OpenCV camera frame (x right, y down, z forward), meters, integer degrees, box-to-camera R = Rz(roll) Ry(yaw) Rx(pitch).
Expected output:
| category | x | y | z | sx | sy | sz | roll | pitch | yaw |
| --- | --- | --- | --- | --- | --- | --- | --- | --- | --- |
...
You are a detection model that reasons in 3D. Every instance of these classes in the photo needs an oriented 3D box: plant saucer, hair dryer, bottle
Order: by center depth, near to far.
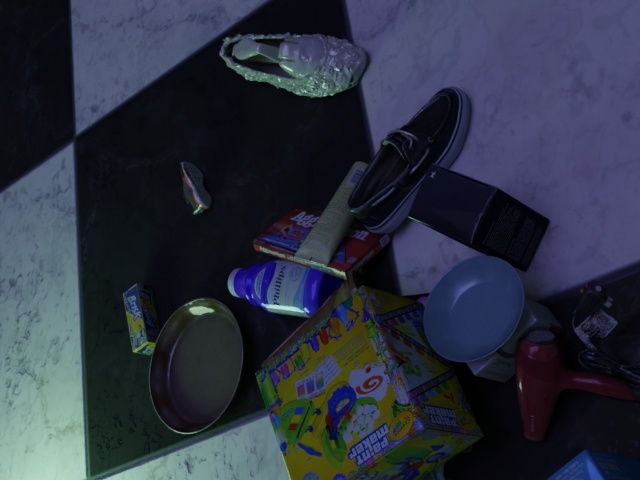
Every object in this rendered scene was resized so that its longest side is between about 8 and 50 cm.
| category | x | y | z | sx | sy | sz | roll | pitch | yaw |
| --- | --- | --- | --- | --- | --- | --- | --- | --- | --- |
| hair dryer | 0.418 | 0.230 | 1.594 | 0.224 | 0.080 | 0.293 | 50 | 126 | 13 |
| plant saucer | 0.266 | 0.121 | 1.667 | 0.195 | 0.037 | 0.195 | -23 | 50 | 30 |
| bottle | -0.081 | 0.099 | 2.101 | 0.282 | 0.092 | 0.118 | 4 | 80 | 42 |
| plant saucer | -0.274 | 0.286 | 2.241 | 0.310 | 0.050 | 0.311 | -14 | 68 | 38 |

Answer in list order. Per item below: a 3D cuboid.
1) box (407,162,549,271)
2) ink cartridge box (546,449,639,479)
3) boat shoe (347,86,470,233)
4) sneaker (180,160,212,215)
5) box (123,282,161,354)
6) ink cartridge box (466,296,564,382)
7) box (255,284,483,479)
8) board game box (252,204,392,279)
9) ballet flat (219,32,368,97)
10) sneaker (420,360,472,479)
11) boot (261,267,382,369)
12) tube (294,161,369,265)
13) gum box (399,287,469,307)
| category | x | y | z | sx | sy | sz | roll | pitch | yaw |
| --- | --- | --- | --- | --- | --- | --- | --- | --- | --- |
| box | 0.283 | -0.040 | 1.745 | 0.153 | 0.207 | 0.108 | 27 | 94 | 43 |
| ink cartridge box | 0.436 | 0.481 | 1.442 | 0.198 | 0.197 | 0.270 | -46 | 51 | 21 |
| boat shoe | 0.176 | -0.167 | 1.935 | 0.121 | 0.119 | 0.335 | 32 | 90 | 44 |
| sneaker | -0.322 | -0.127 | 2.417 | 0.065 | 0.061 | 0.158 | -46 | 50 | 29 |
| box | -0.437 | 0.192 | 2.414 | 0.059 | 0.054 | 0.169 | -35 | 55 | 28 |
| ink cartridge box | 0.330 | 0.174 | 1.700 | 0.150 | 0.109 | 0.063 | -47 | 52 | 20 |
| box | 0.075 | 0.284 | 1.699 | 0.290 | 0.177 | 0.279 | -41 | 52 | 27 |
| board game box | 0.000 | 0.000 | 2.051 | 0.281 | 0.027 | 0.145 | 16 | 46 | 43 |
| ballet flat | -0.082 | -0.413 | 2.249 | 0.408 | 0.147 | 0.147 | 12 | 84 | 42 |
| sneaker | 0.223 | 0.331 | 1.769 | 0.122 | 0.110 | 0.283 | 7 | 83 | 25 |
| boot | 0.001 | 0.176 | 1.849 | 0.269 | 0.236 | 0.089 | -43 | 84 | 7 |
| tube | 0.038 | -0.052 | 2.013 | 0.240 | 0.062 | 0.070 | -58 | 4 | -21 |
| gum box | 0.219 | 0.136 | 1.812 | 0.188 | 0.107 | 0.062 | -10 | 70 | 40 |
